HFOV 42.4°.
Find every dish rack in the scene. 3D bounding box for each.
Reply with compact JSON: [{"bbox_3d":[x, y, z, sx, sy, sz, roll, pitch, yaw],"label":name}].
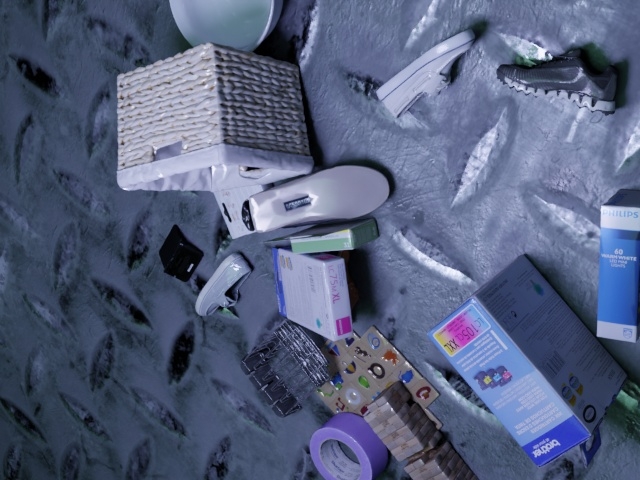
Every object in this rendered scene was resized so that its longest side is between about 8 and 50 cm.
[{"bbox_3d":[-0.082,0.325,2.123,0.208,0.074,0.271,50,130,8],"label":"dish rack"}]

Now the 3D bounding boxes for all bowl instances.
[{"bbox_3d":[-0.190,-0.561,1.854,0.298,0.134,0.297,12,113,29],"label":"bowl"}]

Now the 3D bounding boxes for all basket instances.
[{"bbox_3d":[-0.244,-0.259,1.851,0.329,0.331,0.266,-8,87,35],"label":"basket"}]

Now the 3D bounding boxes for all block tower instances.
[{"bbox_3d":[0.244,0.500,1.953,0.091,0.097,0.335,-41,84,36],"label":"block tower"}]

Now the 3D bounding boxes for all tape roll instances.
[{"bbox_3d":[0.071,0.537,2.089,0.189,0.080,0.188,16,120,31],"label":"tape roll"}]

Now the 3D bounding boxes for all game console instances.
[{"bbox_3d":[-0.385,0.036,2.271,0.107,0.071,0.122,27,125,-12],"label":"game console"}]

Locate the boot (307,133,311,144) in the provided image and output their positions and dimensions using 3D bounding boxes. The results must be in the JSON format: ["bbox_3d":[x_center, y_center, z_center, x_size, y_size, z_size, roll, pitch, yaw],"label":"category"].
[{"bbox_3d":[-0.084,-0.238,1.962,0.114,0.037,0.106,42,122,20],"label":"boot"}]

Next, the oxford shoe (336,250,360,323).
[{"bbox_3d":[0.060,0.110,1.974,0.076,0.076,0.212,8,119,10],"label":"oxford shoe"}]

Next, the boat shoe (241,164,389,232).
[{"bbox_3d":[-0.007,-0.104,1.915,0.341,0.158,0.127,-10,98,8],"label":"boat shoe"}]

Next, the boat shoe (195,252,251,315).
[{"bbox_3d":[-0.255,0.135,2.176,0.081,0.079,0.227,46,122,17],"label":"boat shoe"}]

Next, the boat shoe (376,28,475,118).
[{"bbox_3d":[0.228,-0.338,1.691,0.258,0.095,0.084,-31,92,47],"label":"boat shoe"}]

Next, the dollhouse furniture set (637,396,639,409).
[{"bbox_3d":[0.705,0.348,1.538,0.304,0.198,0.286,24,118,25],"label":"dollhouse furniture set"}]

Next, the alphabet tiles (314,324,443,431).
[{"bbox_3d":[0.132,0.375,2.046,0.342,0.011,0.285,46,125,12],"label":"alphabet tiles"}]

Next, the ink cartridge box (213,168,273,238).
[{"bbox_3d":[-0.181,-0.091,2.080,0.179,0.045,0.145,-17,97,46],"label":"ink cartridge box"}]

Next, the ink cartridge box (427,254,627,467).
[{"bbox_3d":[0.437,0.253,1.637,0.395,0.270,0.151,49,128,10],"label":"ink cartridge box"}]

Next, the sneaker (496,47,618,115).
[{"bbox_3d":[0.451,-0.315,1.553,0.234,0.078,0.106,21,114,22],"label":"sneaker"}]

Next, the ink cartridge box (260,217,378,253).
[{"bbox_3d":[0.000,0.000,1.861,0.171,0.235,0.056,-6,99,35],"label":"ink cartridge box"}]

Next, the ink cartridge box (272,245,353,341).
[{"bbox_3d":[-0.025,0.115,1.964,0.311,0.065,0.185,12,112,61],"label":"ink cartridge box"}]

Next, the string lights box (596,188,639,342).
[{"bbox_3d":[0.577,0.045,1.555,0.077,0.133,0.259,7,111,32],"label":"string lights box"}]
